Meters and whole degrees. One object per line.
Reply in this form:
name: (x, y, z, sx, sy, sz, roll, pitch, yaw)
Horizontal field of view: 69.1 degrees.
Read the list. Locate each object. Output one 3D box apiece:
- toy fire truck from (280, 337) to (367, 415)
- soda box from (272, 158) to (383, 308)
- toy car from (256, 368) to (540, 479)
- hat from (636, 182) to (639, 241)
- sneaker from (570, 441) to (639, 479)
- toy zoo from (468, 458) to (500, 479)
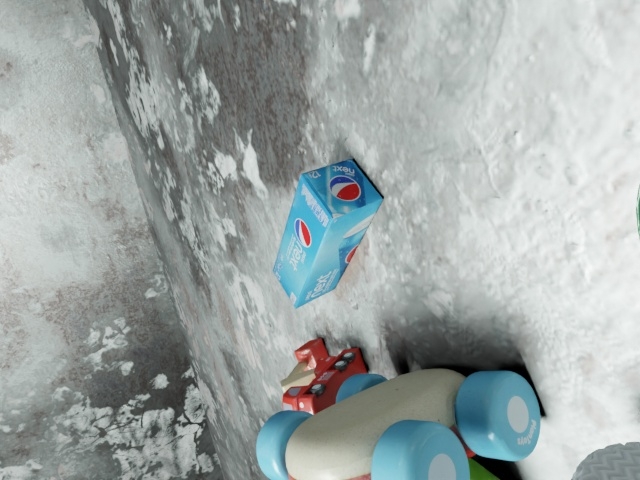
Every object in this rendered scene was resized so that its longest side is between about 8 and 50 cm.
toy fire truck: (-0.009, 0.197, 0.663, 0.135, 0.192, 0.047, -16, 97, 34)
soda box: (0.000, 0.000, 0.578, 0.067, 0.071, 0.210, 56, 150, 22)
toy car: (0.088, 0.260, 0.433, 0.219, 0.210, 0.238, -24, 82, 51)
hat: (0.178, 0.036, 0.164, 0.209, 0.183, 0.173, 54, 149, 26)
sneaker: (0.276, 0.280, 0.209, 0.365, 0.137, 0.210, 33, 133, 44)
toy zoo: (0.243, 0.362, 0.442, 0.293, 0.030, 0.193, 21, 126, 55)
